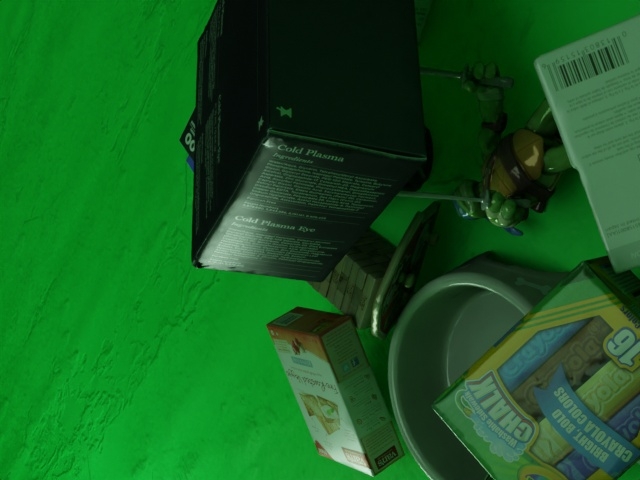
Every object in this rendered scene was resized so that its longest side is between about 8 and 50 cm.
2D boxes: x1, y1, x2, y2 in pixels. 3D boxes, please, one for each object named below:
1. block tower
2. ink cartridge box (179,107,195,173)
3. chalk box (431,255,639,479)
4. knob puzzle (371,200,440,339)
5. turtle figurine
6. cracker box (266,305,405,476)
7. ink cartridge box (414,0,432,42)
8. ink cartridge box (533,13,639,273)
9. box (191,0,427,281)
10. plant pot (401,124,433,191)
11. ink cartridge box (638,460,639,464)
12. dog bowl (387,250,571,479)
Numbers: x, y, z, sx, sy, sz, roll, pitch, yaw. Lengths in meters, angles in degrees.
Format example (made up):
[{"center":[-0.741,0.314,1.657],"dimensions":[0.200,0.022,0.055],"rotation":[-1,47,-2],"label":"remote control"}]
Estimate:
[{"center":[0.000,0.000,1.589],"dimensions":[0.335,0.097,0.091],"rotation":[42,129,40],"label":"block tower"},{"center":[-0.164,-0.137,1.799],"dimensions":[0.206,0.045,0.208],"rotation":[55,134,28],"label":"ink cartridge box"},{"center":[0.253,0.176,1.121],"dimensions":[0.289,0.180,0.179],"rotation":[-46,74,19],"label":"chalk box"},{"center":[0.115,0.053,1.407],"dimensions":[0.030,0.213,0.213],"rotation":[22,116,15],"label":"knob puzzle"},{"center":[0.220,-0.123,1.206],"dimensions":[0.266,0.198,0.275],"rotation":[-32,112,30],"label":"turtle figurine"},{"center":[0.020,0.218,1.551],"dimensions":[0.155,0.067,0.232],"rotation":[3,119,59],"label":"cracker box"},{"center":[0.068,-0.428,1.418],"dimensions":[0.211,0.121,0.289],"rotation":[41,125,39],"label":"ink cartridge box"},{"center":[0.384,-0.123,1.055],"dimensions":[0.275,0.060,0.239],"rotation":[-21,84,19],"label":"ink cartridge box"},{"center":[-0.027,-0.173,1.244],"dimensions":[0.312,0.178,0.343],"rotation":[128,146,-57],"label":"box"},{"center":[0.055,-0.119,1.465],"dimensions":[0.165,0.167,0.167],"rotation":[-7,90,43],"label":"plant pot"},{"center":[0.440,0.179,1.137],"dimensions":[0.189,0.066,0.232],"rotation":[39,128,39],"label":"ink cartridge box"},{"center":[0.225,0.187,1.352],"dimensions":[0.348,0.102,0.349],"rotation":[9,102,48],"label":"dog bowl"}]
